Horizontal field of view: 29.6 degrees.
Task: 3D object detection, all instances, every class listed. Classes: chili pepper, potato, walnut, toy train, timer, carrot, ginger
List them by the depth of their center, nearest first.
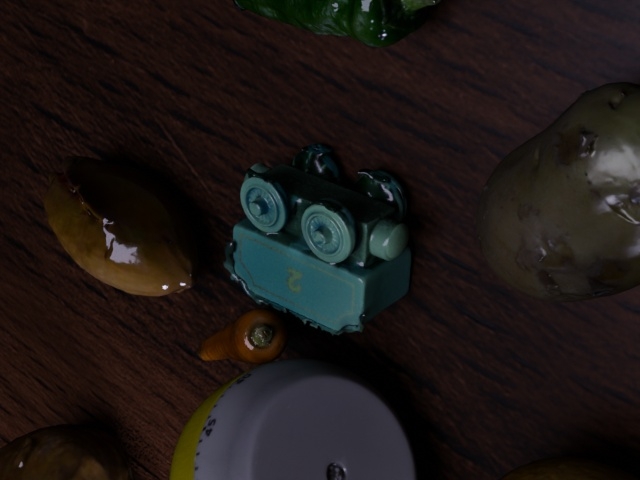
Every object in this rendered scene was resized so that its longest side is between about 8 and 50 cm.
[{"bbox_3d":[0.245,-0.038,1.036,0.165,0.165,0.262,55,137,10],"label":"potato"},{"bbox_3d":[0.012,-0.262,1.175,0.270,0.099,0.136,25,111,35],"label":"chili pepper"},{"bbox_3d":[0.000,0.000,1.275,0.203,0.112,0.163,24,128,33],"label":"toy train"},{"bbox_3d":[-0.054,0.270,1.324,0.285,0.285,0.285,14,114,35],"label":"timer"},{"bbox_3d":[-0.094,0.119,1.398,0.061,0.061,0.257,65,158,1],"label":"carrot"},{"bbox_3d":[-0.241,-0.018,1.446,0.245,0.137,0.137,34,125,15],"label":"walnut"},{"bbox_3d":[-0.341,0.378,1.617,0.200,0.223,0.269,-4,101,36],"label":"ginger"}]

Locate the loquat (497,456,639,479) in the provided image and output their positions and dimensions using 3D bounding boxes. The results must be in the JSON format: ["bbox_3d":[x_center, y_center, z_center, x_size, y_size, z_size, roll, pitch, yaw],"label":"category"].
[{"bbox_3d":[0.240,0.337,1.099,0.275,0.275,0.275,14,114,35],"label":"loquat"}]
